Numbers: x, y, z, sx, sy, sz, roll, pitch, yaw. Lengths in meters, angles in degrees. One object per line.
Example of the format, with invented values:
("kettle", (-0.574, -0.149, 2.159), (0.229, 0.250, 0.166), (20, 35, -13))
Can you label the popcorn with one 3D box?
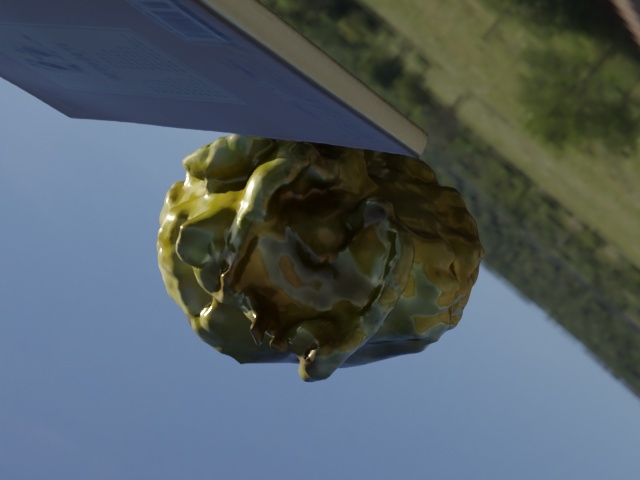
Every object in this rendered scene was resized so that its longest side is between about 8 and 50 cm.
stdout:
("popcorn", (-0.003, 0.001, 1.059), (0.218, 0.169, 0.189), (4, -179, 12))

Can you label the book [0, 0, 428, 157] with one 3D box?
("book", (-0.064, -0.060, 0.497), (0.172, 0.012, 0.118), (10, 164, 42))
